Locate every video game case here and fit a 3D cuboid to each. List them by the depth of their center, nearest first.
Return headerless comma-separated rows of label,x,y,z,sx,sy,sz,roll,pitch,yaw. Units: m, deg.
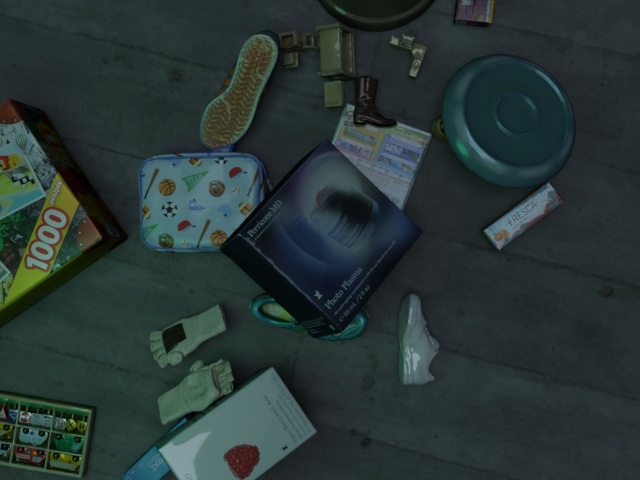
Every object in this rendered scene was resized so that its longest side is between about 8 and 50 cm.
video game case,0.124,-0.191,1.758,0.213,0.023,0.193,21,92,4

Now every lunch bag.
lunch bag,-0.259,-0.093,1.741,0.304,0.115,0.243,-1,89,4

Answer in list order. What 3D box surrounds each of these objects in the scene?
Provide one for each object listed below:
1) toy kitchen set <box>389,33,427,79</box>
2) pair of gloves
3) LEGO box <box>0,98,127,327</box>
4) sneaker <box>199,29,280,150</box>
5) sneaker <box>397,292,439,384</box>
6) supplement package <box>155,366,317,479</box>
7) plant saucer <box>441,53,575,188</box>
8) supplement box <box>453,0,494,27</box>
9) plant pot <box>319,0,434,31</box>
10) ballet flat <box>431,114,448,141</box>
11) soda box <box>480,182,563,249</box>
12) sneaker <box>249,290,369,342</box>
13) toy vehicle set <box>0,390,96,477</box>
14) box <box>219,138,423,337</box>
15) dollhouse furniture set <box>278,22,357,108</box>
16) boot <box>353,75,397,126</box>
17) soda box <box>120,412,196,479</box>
toy kitchen set,0.190,-0.419,1.726,0.083,0.068,0.075,20,92,3
pair of gloves,-0.294,0.276,1.720,0.204,0.042,0.240,-25,56,18
LEGO box,-0.762,-0.018,1.731,0.500,0.193,0.372,-35,89,4
sneaker,-0.173,-0.340,1.741,0.108,0.121,0.302,32,113,-5
sneaker,0.229,0.223,1.742,0.094,0.080,0.212,0,98,-8
supplement package,-0.188,0.433,1.666,0.293,0.175,0.177,-34,89,-18
plant saucer,0.423,-0.271,1.673,0.318,0.044,0.317,3,77,-12
supplement box,0.347,-0.516,1.727,0.083,0.043,0.054,7,92,3
plant pot,0.125,-0.640,1.622,0.324,0.280,0.322,0,91,2
ballet flat,0.365,-0.238,1.716,0.233,0.073,0.080,7,92,3
soda box,0.452,-0.055,1.719,0.183,0.063,0.058,-37,88,3
sneaker,-0.028,0.177,1.731,0.276,0.110,0.106,8,91,3
toy vehicle set,-0.678,0.458,1.813,0.267,0.035,0.165,8,91,3
box,0.000,0.000,1.622,0.294,0.183,0.296,43,69,-7
dollhouse furniture set,-0.004,-0.386,1.746,0.161,0.101,0.181,-1,92,28
boot,0.126,-0.317,1.723,0.107,0.037,0.114,5,86,-11
soda box,-0.361,0.495,1.776,0.210,0.071,0.067,-43,90,3
